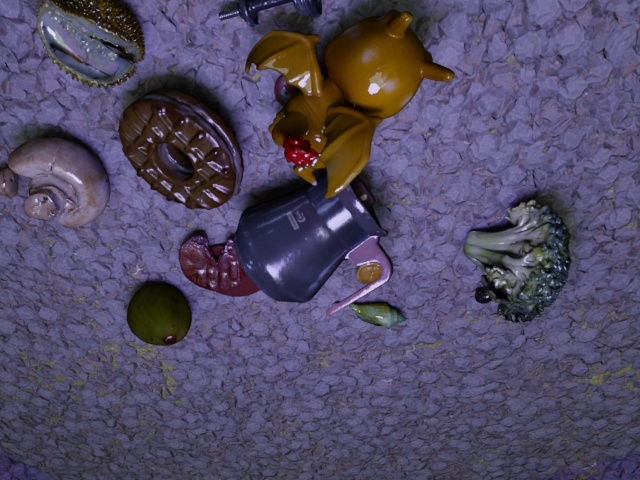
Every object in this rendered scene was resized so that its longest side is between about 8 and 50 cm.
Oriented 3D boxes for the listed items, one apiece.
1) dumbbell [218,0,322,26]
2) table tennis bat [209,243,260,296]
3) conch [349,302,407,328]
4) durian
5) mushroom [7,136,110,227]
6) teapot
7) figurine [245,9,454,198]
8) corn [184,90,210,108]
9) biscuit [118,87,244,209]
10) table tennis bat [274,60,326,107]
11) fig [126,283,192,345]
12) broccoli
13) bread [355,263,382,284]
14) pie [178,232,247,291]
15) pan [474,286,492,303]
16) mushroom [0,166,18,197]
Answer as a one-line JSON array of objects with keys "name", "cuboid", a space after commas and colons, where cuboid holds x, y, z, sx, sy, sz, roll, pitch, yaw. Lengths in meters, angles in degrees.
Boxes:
[{"name": "dumbbell", "cuboid": [-0.103, -0.518, 0.988, 0.254, 0.110, 0.110, -9, 125, 14]}, {"name": "table tennis bat", "cuboid": [-0.247, 0.113, 1.467, 0.310, 0.038, 0.200, 19, 123, -12]}, {"name": "conch", "cuboid": [0.192, 0.253, 1.538, 0.200, 0.080, 0.095, 10, 140, 14]}, {"name": "durian", "cuboid": [-0.504, -0.462, 1.007, 0.193, 0.138, 0.237, -28, 123, 23]}, {"name": "mushroom", "cuboid": [-0.663, -0.152, 1.194, 0.188, 0.195, 0.254, -22, 125, 11]}, {"name": "teapot", "cuboid": [0.000, 0.000, 1.214, 0.361, 0.305, 0.376, -36, 83, 15]}, {"name": "figurine", "cuboid": [0.064, -0.298, 0.984, 0.387, 0.401, 0.268, -37, 150, 18]}, {"name": "corn", "cuboid": [-0.283, -0.286, 1.169, 0.068, 0.068, 0.207, -24, 121, 17]}, {"name": "biscuit", "cuboid": [-0.347, -0.218, 1.144, 0.331, 0.103, 0.332, 15, 139, 13]}, {"name": "table tennis bat", "cuboid": [-0.045, -0.386, 1.128, 0.154, 0.019, 0.098, -32, 119, 24]}, {"name": "fig", "cuboid": [-0.514, 0.253, 1.462, 0.202, 0.225, 0.203, -12, 123, -20]}, {"name": "broccoli", "cuboid": [0.547, 0.056, 1.293, 0.280, 0.293, 0.348, 17, 121, 36]}, {"name": "bread", "cuboid": [0.167, 0.105, 1.463, 0.110, 0.024, 0.110, 0, 125, 0]}, {"name": "pie", "cuboid": [-0.323, 0.065, 1.395, 0.218, 0.054, 0.204, 18, 121, -10]}, {"name": "pan", "cuboid": [0.565, 0.174, 1.505, 0.115, 0.023, 0.069, -8, 124, 10]}, {"name": "mushroom", "cuboid": [-0.961, -0.164, 1.251, 0.246, 0.108, 0.096, 10, 165, -3]}]
